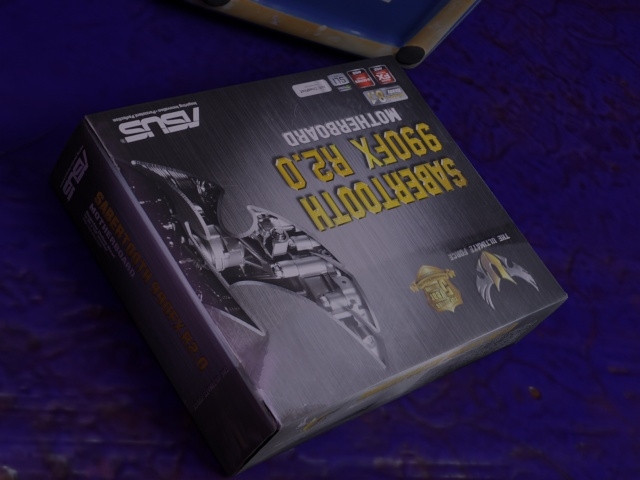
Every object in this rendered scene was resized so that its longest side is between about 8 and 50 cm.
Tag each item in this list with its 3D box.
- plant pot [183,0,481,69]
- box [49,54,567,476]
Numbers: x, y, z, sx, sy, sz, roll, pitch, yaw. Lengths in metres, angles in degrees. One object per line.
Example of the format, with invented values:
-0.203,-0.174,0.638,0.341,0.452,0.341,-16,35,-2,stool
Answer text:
0.023,-0.250,0.794,0.236,0.236,0.212,14,54,-27,plant pot
0.000,0.000,0.692,0.231,0.056,0.183,-17,66,-43,box
